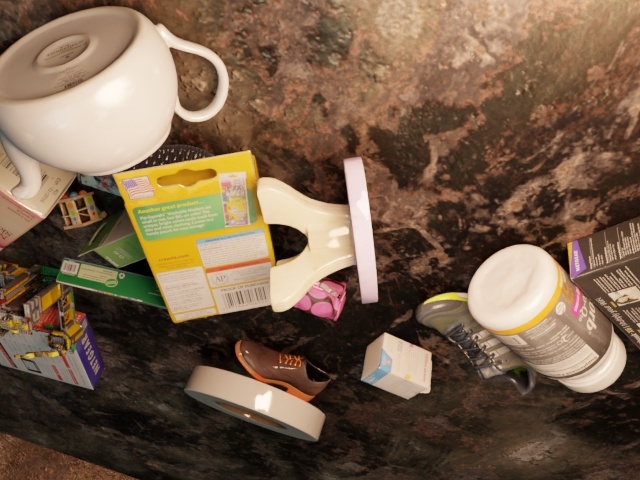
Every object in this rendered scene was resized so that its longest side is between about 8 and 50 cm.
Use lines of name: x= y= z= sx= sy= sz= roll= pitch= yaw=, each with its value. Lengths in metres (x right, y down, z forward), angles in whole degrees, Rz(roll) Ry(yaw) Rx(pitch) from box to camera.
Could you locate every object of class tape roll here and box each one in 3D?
tape roll: x=-0.177 y=0.444 z=1.485 sx=0.392 sy=0.072 sz=0.392 roll=17 pitch=156 yaw=8

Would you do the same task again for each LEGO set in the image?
LEGO set: x=-0.742 y=0.178 z=1.288 sx=0.331 sy=0.192 sz=0.255 roll=18 pitch=116 yaw=2

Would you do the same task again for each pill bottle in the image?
pill bottle: x=0.396 y=0.143 z=0.949 sx=0.278 sy=0.162 sz=0.162 roll=37 pitch=136 yaw=-25

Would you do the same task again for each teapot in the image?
teapot: x=-0.292 y=-0.180 z=0.745 sx=0.256 sy=0.252 sz=0.187 roll=7 pitch=145 yaw=22

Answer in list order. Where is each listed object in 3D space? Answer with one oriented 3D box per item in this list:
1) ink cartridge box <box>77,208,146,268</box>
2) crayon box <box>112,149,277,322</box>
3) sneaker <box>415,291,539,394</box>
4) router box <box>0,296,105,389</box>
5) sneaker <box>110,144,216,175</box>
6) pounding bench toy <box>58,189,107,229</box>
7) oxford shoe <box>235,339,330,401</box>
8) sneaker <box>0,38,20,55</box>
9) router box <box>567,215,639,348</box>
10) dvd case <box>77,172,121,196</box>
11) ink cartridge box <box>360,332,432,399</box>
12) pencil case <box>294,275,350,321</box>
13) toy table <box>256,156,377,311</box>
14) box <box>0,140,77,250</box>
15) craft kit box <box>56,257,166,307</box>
ink cartridge box: x=-0.360 y=-0.014 z=1.052 sx=0.209 sy=0.109 sz=0.062 roll=-18 pitch=129 yaw=34
crayon box: x=-0.186 y=-0.014 z=0.909 sx=0.203 sy=0.083 sz=0.323 roll=-10 pitch=131 yaw=-3
sneaker: x=0.317 y=0.199 z=1.070 sx=0.300 sy=0.121 sz=0.111 roll=25 pitch=139 yaw=-11
router box: x=-0.805 y=0.291 z=1.578 sx=0.301 sy=0.082 sz=0.335 roll=15 pitch=141 yaw=1
sneaker: x=-0.257 y=-0.122 z=0.939 sx=0.209 sy=0.069 sz=0.082 roll=6 pitch=172 yaw=-1
pounding bench toy: x=-0.463 y=-0.066 z=1.074 sx=0.052 sy=0.083 sz=0.065 roll=-8 pitch=104 yaw=22
oxford shoe: x=-0.092 y=0.308 z=1.374 sx=0.271 sy=0.097 sz=0.098 roll=35 pitch=119 yaw=-30
sneaker: x=-0.400 y=-0.212 z=0.864 sx=0.225 sy=0.088 sz=0.093 roll=39 pitch=141 yaw=-14
router box: x=0.585 y=0.073 z=0.866 sx=0.309 sy=0.081 sz=0.243 roll=38 pitch=135 yaw=-25
dvd case: x=-0.391 y=-0.120 z=1.014 sx=0.119 sy=0.013 sz=0.087 roll=20 pitch=141 yaw=-4
ink cartridge box: x=0.180 y=0.290 z=1.245 sx=0.143 sy=0.092 sz=0.090 roll=26 pitch=140 yaw=-11
pencil case: x=-0.052 y=0.090 z=1.090 sx=0.209 sy=0.095 sz=0.098 roll=16 pitch=172 yaw=-1
toy table: x=0.000 y=0.000 z=0.866 sx=0.161 sy=0.252 sz=0.274 roll=-7 pitch=125 yaw=2
box: x=-0.598 y=-0.090 z=1.027 sx=0.232 sy=0.126 sz=0.148 roll=-23 pitch=128 yaw=37
craft kit box: x=-0.379 y=0.106 z=1.162 sx=0.250 sy=0.061 sz=0.246 roll=12 pitch=171 yaw=4
